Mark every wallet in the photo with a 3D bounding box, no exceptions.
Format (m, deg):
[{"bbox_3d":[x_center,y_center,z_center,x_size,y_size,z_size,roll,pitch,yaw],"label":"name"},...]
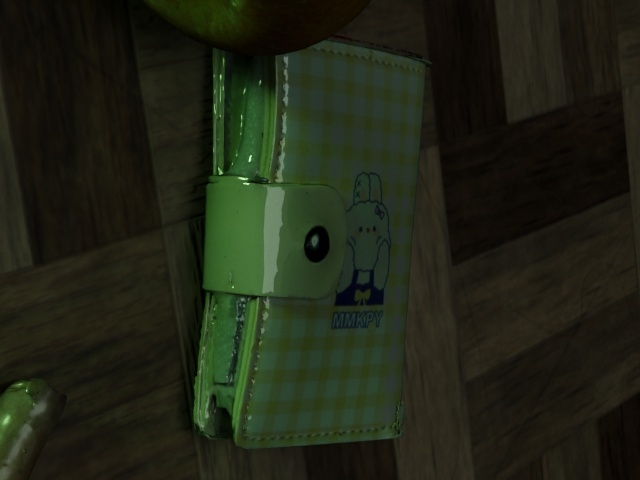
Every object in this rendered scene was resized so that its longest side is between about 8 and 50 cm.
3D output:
[{"bbox_3d":[0.000,0.000,1.031,0.223,0.077,0.309,4,89,-52],"label":"wallet"}]

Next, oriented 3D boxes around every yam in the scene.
[{"bbox_3d":[-0.224,0.198,0.799,0.046,0.046,0.264,45,59,-40],"label":"yam"}]

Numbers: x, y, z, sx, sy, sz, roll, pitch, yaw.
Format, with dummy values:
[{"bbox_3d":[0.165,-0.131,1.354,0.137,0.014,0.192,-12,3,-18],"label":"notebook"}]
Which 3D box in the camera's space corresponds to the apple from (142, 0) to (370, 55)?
[{"bbox_3d":[-0.032,-0.242,0.860,0.207,0.237,0.237,-54,129,-31],"label":"apple"}]
